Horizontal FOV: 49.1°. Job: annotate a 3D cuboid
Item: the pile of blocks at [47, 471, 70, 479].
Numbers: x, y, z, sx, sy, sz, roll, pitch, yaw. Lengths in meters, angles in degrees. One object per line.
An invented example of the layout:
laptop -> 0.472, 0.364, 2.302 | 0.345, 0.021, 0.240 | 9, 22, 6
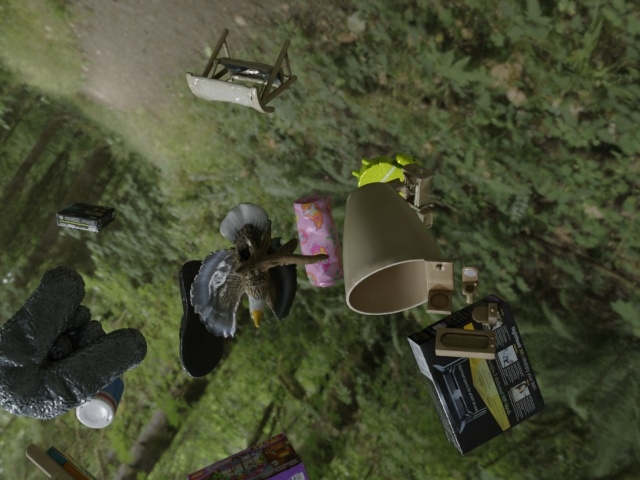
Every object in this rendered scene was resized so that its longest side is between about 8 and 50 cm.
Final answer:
pile of blocks -> -0.546, 0.602, 1.450 | 0.149, 0.112, 0.362 | 26, 138, 25

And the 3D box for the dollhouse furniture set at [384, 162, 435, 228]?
dollhouse furniture set -> 0.246, -0.116, 2.090 | 0.101, 0.161, 0.182 | 38, 140, 46

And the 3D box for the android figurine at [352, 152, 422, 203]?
android figurine -> 0.246, -0.210, 2.493 | 0.273, 0.248, 0.056 | 21, -138, -20

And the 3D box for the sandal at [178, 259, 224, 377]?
sandal -> -0.456, 0.297, 2.619 | 0.168, 0.445, 0.107 | 7, 156, -29

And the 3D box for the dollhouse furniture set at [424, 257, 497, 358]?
dollhouse furniture set -> 0.272, 0.133, 1.369 | 0.144, 0.151, 0.123 | 2, 147, 13

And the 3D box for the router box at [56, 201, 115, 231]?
router box -> -0.630, -0.064, 1.882 | 0.122, 0.038, 0.092 | 9, -154, 11

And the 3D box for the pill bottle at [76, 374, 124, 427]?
pill bottle -> -0.720, 0.505, 2.319 | 0.124, 0.124, 0.221 | 33, -161, -16

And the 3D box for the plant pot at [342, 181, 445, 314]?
plant pot -> 0.157, 0.002, 1.716 | 0.256, 0.256, 0.274 | 38, -149, -52

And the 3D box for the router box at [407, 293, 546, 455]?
router box -> 0.375, 0.318, 1.673 | 0.308, 0.243, 0.081 | 68, 169, -14

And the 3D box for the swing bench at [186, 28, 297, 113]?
swing bench -> -0.248, -0.527, 2.256 | 0.253, 0.254, 0.165 | 17, 148, 20

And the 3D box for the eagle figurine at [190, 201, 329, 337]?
eagle figurine -> -0.144, 0.084, 1.488 | 0.226, 0.225, 0.298 | 30, 156, -3

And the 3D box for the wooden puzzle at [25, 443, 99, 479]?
wooden puzzle -> -0.573, 0.562, 1.664 | 0.221, 0.044, 0.238 | 36, 163, 12

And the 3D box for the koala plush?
koala plush -> -0.404, 0.175, 1.084 | 0.196, 0.203, 0.221 | 46, 160, -6

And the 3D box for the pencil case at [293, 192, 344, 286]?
pencil case -> 0.000, 0.000, 2.140 | 0.124, 0.124, 0.284 | -160, 55, -68

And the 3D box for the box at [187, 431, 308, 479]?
box -> -0.199, 0.632, 1.868 | 0.201, 0.293, 0.057 | -156, 47, -71
